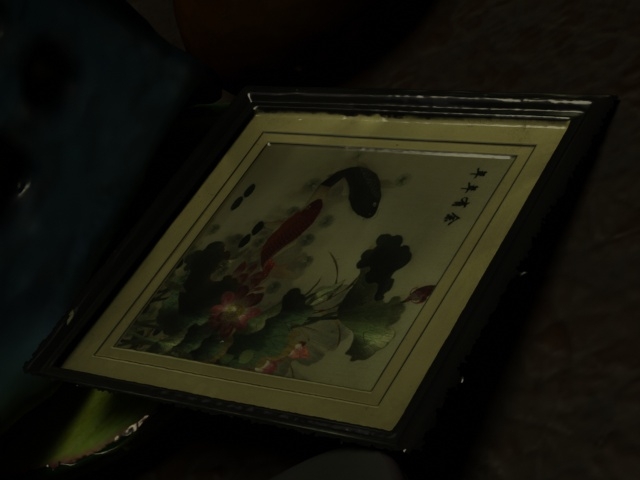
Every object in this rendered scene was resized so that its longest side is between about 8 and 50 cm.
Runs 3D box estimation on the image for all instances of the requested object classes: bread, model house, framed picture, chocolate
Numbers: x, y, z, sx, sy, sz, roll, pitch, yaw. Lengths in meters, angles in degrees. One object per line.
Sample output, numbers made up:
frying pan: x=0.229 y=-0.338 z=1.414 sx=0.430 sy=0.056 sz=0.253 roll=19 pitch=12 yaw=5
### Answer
bread: x=-0.098 y=0.025 z=0.729 sx=0.228 sy=0.033 sz=0.228 roll=-27 pitch=38 yaw=24
model house: x=-0.228 y=-0.009 z=0.689 sx=0.237 sy=0.215 sz=0.303 roll=-2 pitch=54 yaw=43
framed picture: x=0.000 y=0.000 z=0.623 sx=0.199 sy=0.010 sz=0.195 roll=6 pitch=48 yaw=36
chocolate: x=-0.017 y=-0.135 z=0.774 sx=0.133 sy=0.127 sz=0.124 roll=-57 pitch=3 yaw=2

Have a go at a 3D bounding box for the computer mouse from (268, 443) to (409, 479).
computer mouse: x=-0.007 y=0.157 z=0.466 sx=0.120 sy=0.057 sz=0.232 roll=-31 pitch=36 yaw=17
